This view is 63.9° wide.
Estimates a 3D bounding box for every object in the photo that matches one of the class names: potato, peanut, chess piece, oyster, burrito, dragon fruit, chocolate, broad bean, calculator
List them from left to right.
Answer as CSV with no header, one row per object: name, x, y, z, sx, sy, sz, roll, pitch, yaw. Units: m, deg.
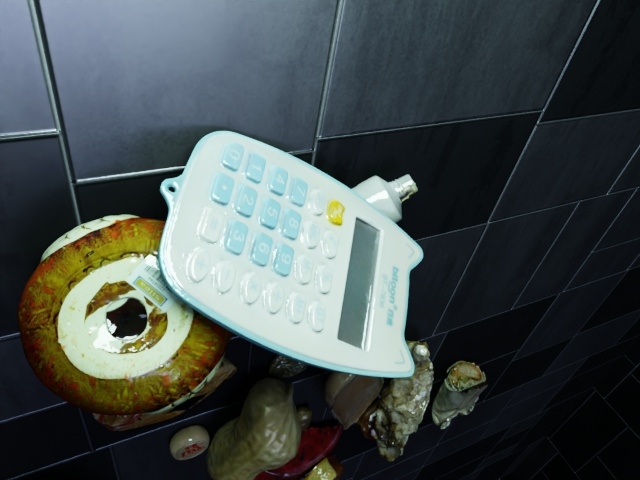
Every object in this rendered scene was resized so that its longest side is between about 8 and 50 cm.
chess piece,-0.277,0.428,1.085,0.083,0.038,0.084,-20,139,-18
peanut,-0.133,0.420,1.075,0.291,0.159,0.143,-54,167,24
dragon fruit,-0.105,0.594,1.342,0.343,0.100,0.282,6,132,-38
potato,-0.047,0.439,1.255,0.051,0.040,0.083,-13,139,-32
calculator,-0.023,0.022,0.643,0.386,0.256,0.054,29,146,-30
chocolate,0.065,0.336,1.189,0.161,0.083,0.261,-43,149,-18
broad bean,0.176,0.492,1.435,0.165,0.084,0.114,-23,136,-22
oyster,0.200,0.349,1.259,0.110,0.204,0.397,15,120,2
burrito,0.426,0.462,1.565,0.175,0.107,0.348,-36,147,-21

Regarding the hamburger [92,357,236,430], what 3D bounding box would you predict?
hamburger,-0.248,0.214,0.804,0.230,0.107,0.231,-28,159,-12

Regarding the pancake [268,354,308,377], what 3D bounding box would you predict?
pancake,-0.059,0.252,1.065,0.107,0.017,0.108,-18,136,-18

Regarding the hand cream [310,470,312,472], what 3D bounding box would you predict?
hand cream,-0.079,0.693,1.511,0.209,0.043,0.067,-14,140,-31

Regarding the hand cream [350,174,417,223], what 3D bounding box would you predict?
hand cream,0.000,0.000,0.801,0.340,0.078,0.124,-33,143,7

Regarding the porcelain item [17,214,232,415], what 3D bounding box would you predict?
porcelain item,-0.229,0.089,0.645,0.252,0.253,0.253,-19,140,-17

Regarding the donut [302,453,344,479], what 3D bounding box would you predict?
donut,0.005,0.627,1.350,0.140,0.059,0.141,-37,151,-25
